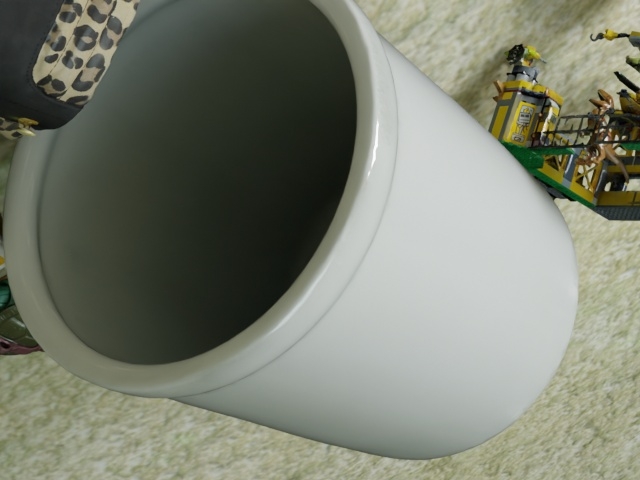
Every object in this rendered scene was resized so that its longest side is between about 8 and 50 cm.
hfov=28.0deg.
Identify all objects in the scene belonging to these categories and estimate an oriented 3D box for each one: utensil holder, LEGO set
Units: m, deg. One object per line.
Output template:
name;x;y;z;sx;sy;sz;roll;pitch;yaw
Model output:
utensil holder;0.000;0.000;1.036;0.328;0.327;0.385;-40;145;15
LEGO set;0.326;-0.137;1.173;0.255;0.331;0.192;25;77;-26

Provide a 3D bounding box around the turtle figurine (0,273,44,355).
turtle figurine;-0.272;0.047;1.093;0.175;0.118;0.234;16;131;-45

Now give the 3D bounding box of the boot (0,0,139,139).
boot;-0.310;-0.124;0.836;0.284;0.138;0.377;18;119;-46

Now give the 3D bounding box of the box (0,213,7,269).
box;-0.352;0.008;0.979;0.203;0.114;0.103;-34;143;7
